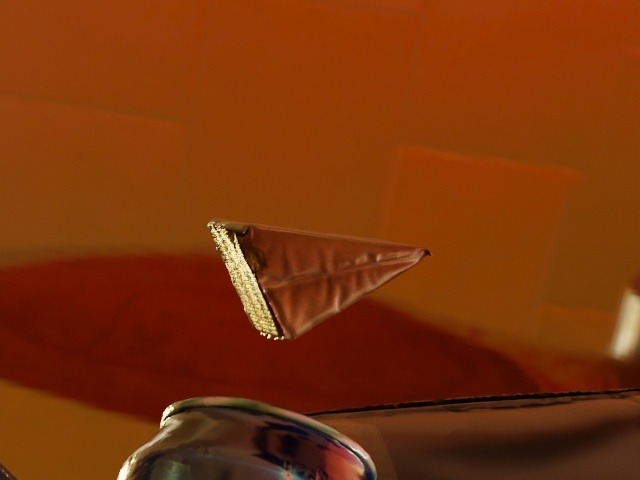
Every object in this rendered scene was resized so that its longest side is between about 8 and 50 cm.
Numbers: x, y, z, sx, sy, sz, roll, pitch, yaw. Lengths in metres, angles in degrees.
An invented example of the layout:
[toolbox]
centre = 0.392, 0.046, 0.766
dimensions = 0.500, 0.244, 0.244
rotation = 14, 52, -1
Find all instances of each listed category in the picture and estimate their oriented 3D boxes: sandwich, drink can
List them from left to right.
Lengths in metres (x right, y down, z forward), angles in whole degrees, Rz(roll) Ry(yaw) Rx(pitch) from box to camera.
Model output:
[drink can]
centre = -0.046, 0.171, 0.726
dimensions = 0.118, 0.118, 0.205
rotation = 13, 61, 4
[sandwich]
centre = 0.000, 0.000, 1.620
dimensions = 0.163, 0.113, 0.079
rotation = -29, 14, -18

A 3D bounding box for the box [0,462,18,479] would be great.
[box]
centre = -0.235, 0.108, 0.854
dimensions = 0.144, 0.201, 0.090
rotation = 8, 61, 25

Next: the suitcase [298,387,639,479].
[suitcase]
centre = 0.115, 0.234, 1.038
dimensions = 0.433, 0.194, 0.283
rotation = -3, 52, -14
